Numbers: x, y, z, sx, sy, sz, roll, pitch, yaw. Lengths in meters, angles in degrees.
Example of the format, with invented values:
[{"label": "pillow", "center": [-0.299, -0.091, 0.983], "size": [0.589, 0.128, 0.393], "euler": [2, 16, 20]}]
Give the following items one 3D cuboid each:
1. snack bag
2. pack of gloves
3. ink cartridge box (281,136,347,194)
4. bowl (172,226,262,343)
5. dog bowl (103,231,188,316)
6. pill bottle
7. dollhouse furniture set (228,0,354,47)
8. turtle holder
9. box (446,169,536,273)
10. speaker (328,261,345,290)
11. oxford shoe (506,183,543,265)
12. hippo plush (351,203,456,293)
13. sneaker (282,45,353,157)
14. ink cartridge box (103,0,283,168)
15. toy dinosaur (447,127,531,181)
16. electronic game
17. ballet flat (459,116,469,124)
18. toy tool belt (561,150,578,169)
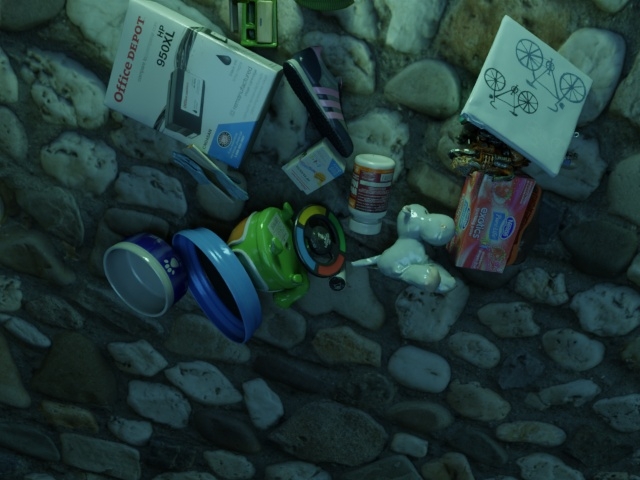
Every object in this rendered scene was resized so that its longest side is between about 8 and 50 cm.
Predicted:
[{"label": "snack bag", "center": [0.547, -0.369, 1.170], "size": [0.322, 0.037, 0.343], "euler": [29, 75, -12]}, {"label": "pack of gloves", "center": [-0.315, -0.197, 1.310], "size": [0.232, 0.195, 0.046], "euler": [45, 66, -32]}, {"label": "ink cartridge box", "center": [-0.026, -0.209, 1.325], "size": [0.181, 0.062, 0.104], "euler": [-28, 117, 31]}, {"label": "bowl", "center": [-0.317, 0.134, 1.383], "size": [0.077, 0.390, 0.392], "euler": [-32, 115, -31]}, {"label": "dog bowl", "center": [-0.560, 0.109, 1.443], "size": [0.264, 0.104, 0.265], "euler": [14, 125, 22]}, {"label": "pill bottle", "center": [0.147, -0.137, 1.344], "size": [0.121, 0.121, 0.222], "euler": [7, 114, 0]}, {"label": "dollhouse furniture set", "center": [-0.065, -0.564, 1.126], "size": [0.300, 0.198, 0.152], "euler": [4, 112, 2]}, {"label": "turtle holder", "center": [-0.154, 0.051, 1.404], "size": [0.227, 0.244, 0.320], "euler": [-15, 147, 24]}, {"label": "box", "center": [0.500, -0.070, 1.344], "size": [0.153, 0.142, 0.300], "euler": [10, 114, -2]}, {"label": "speaker", "center": [0.055, 0.108, 1.447], "size": [0.055, 0.136, 0.055], "euler": [1, 114, 3]}, {"label": "oxford shoe", "center": [0.631, -0.047, 1.389], "size": [0.098, 0.097, 0.272], "euler": [1, 120, -19]}, {"label": "hippo plush", "center": [0.299, 0.014, 1.387], "size": [0.293, 0.234, 0.237], "euler": [18, 94, 29]}, {"label": "sneaker", "center": [0.031, -0.386, 1.256], "size": [0.131, 0.112, 0.319], "euler": [-42, 121, -13]}, {"label": "ink cartridge box", "center": [-0.338, -0.419, 1.219], "size": [0.394, 0.166, 0.286], "euler": [25, 113, -7]}, {"label": "toy dinosaur", "center": [0.476, -0.242, 1.212], "size": [0.321, 0.219, 0.164], "euler": [4, 144, -37]}, {"label": "electronic game", "center": [0.000, 0.000, 1.365], "size": [0.048, 0.229, 0.229], "euler": [-16, 115, 41]}, {"label": "ballet flat", "center": [0.472, -0.398, 1.244], "size": [0.074, 0.074, 0.203], "euler": [29, 110, -10]}, {"label": "toy tool belt", "center": [0.716, -0.241, 1.316], "size": [0.083, 0.052, 0.051], "euler": [14, 82, -7]}]
